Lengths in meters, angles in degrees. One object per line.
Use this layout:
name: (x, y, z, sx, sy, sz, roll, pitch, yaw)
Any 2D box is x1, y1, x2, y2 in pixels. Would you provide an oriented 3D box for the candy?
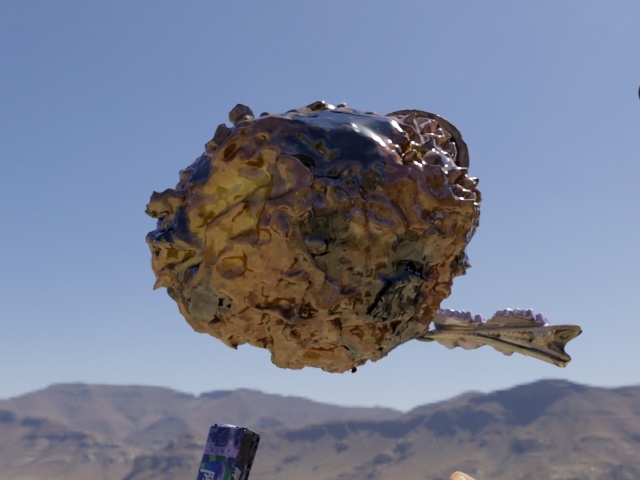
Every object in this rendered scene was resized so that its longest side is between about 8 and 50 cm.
candy: (-0.193, 0.484, 1.405, 0.088, 0.313, 0.061, -5, -31, 37)

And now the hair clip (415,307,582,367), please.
hair clip: (0.277, 0.155, 1.275, 0.292, 0.085, 0.106, 1, -33, 35)

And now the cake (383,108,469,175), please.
cake: (0.167, -0.136, 1.346, 0.207, 0.185, 0.178, 21, -16, -7)

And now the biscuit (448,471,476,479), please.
biscuit: (0.267, 0.382, 0.890, 0.306, 0.043, 0.284, 23, 19, -30)

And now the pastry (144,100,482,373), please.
pastry: (0.016, -0.007, 0.937, 0.337, 0.292, 0.405, -44, -38, 15)

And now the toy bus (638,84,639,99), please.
toy bus: (0.372, -0.084, 0.770, 0.089, 0.195, 0.081, -3, 4, 41)
